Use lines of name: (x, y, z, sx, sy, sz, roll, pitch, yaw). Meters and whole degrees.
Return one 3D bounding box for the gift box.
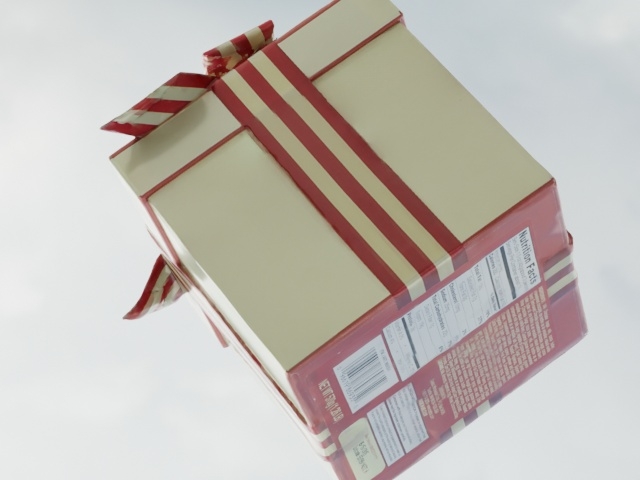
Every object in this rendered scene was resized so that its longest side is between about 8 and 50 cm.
gift box: (0.000, 0.000, 1.379, 0.276, 0.255, 0.258, -32, -124, -11)
